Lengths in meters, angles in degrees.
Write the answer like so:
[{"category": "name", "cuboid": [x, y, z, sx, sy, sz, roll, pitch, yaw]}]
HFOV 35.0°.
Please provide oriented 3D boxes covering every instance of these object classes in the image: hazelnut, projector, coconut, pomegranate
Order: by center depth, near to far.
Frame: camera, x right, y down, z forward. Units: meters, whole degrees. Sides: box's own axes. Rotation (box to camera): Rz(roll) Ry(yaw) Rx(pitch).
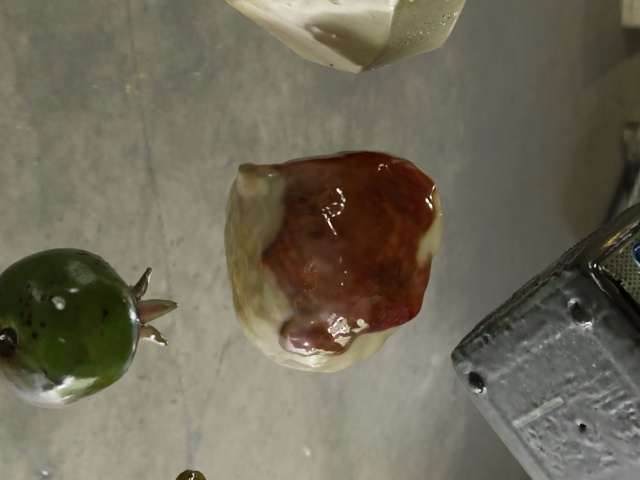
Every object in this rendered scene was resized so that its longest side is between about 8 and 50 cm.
[{"category": "hazelnut", "cuboid": [0.000, 0.000, 1.093, 0.241, 0.261, 0.261, 31, 69, -30]}, {"category": "coconut", "cuboid": [0.039, -0.351, 1.100, 0.353, 0.353, 0.352, -22, 116, -55]}, {"category": "pomegranate", "cuboid": [-0.268, 0.095, 1.151, 0.224, 0.182, 0.181, -3, 100, -52]}, {"category": "projector", "cuboid": [0.441, 0.209, 1.471, 0.242, 0.405, 0.395, -33, 170, -33]}]

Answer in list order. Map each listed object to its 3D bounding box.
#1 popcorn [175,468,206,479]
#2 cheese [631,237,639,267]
[{"category": "popcorn", "cuboid": [-0.132, 0.397, 1.271, 0.189, 0.218, 0.169, 45, 44, -12]}, {"category": "cheese", "cuboid": [0.454, 0.098, 1.071, 0.329, 0.217, 0.129, 52, 5, -15]}]
